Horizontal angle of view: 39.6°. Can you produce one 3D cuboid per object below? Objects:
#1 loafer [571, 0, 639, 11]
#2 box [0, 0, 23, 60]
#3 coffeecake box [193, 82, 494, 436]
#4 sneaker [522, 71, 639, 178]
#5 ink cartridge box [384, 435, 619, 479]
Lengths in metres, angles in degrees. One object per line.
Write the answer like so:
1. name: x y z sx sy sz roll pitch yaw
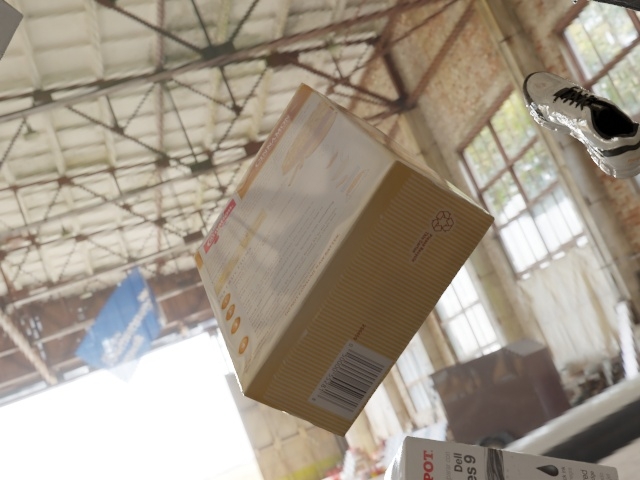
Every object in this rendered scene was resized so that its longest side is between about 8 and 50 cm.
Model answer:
1. loafer: 0.138 -0.156 0.493 0.062 0.170 0.061 -48 -40 -19
2. box: -0.324 -0.166 0.733 0.101 0.087 0.102 -21 -44 42
3. coffeecake box: 0.000 0.000 0.524 0.068 0.185 0.142 28 -79 -24
4. sneaker: 0.182 -0.090 0.612 0.040 0.109 0.043 -40 -34 -8
5. ink cartridge box: 0.228 0.383 1.121 0.289 0.211 0.121 9 -43 -4
